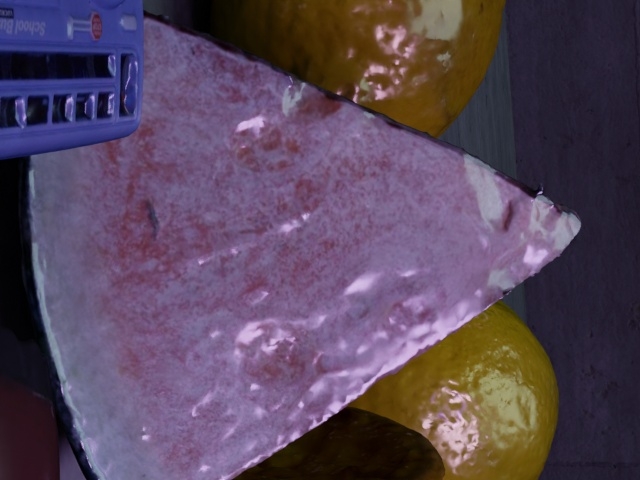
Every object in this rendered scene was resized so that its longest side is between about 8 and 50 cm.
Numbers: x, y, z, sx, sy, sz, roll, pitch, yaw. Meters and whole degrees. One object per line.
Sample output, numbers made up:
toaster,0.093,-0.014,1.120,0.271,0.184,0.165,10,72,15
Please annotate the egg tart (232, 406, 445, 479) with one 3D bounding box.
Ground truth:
egg tart,-0.021,0.200,0.830,0.202,0.202,0.147,-27,123,-72

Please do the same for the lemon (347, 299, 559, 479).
lemon,0.067,0.133,1.085,0.219,0.240,0.240,32,45,-22

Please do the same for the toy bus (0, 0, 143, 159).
toy bus,-0.167,-0.083,0.463,0.292,0.125,0.133,-28,115,-74

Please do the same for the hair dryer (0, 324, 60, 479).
hair dryer,-0.164,0.207,0.535,0.340,0.123,0.313,73,30,-72

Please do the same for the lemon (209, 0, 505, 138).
lemon,0.029,-0.179,0.979,0.234,0.233,0.288,72,24,-43

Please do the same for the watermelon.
watermelon,-0.033,0.026,0.737,0.250,0.292,0.283,-65,169,11
